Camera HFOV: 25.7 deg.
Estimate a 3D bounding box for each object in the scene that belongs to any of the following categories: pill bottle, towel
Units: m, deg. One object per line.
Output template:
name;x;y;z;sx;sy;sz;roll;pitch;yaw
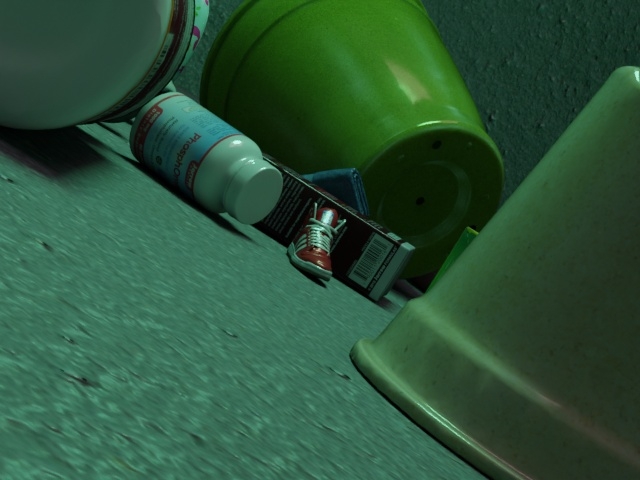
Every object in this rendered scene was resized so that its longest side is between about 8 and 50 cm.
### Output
pill bottle;-0.229;-0.217;1.269;0.224;0.224;0.392;31;5;-4
towel;0.001;-0.051;1.707;0.119;0.067;0.029;-7;10;35
pill bottle;-0.117;-0.083;1.446;0.160;0.087;0.087;35;5;32

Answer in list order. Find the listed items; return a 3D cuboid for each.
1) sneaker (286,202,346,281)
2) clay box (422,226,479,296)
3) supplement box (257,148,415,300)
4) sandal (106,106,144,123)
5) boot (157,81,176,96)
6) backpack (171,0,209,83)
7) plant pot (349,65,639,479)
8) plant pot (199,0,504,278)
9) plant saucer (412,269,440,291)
sneaker;0.000;0.000;1.454;0.042;0.067;0.118;30;5;-17
clay box;0.204;0.082;1.553;0.222;0.127;0.053;26;8;-45
supplement box;-0.012;-0.025;1.606;0.239;0.073;0.130;33;4;6
sandal;-0.357;-0.289;1.537;0.445;0.167;0.107;31;0;-19
boot;-0.298;-0.231;1.800;0.258;0.095;0.123;1;53;-40
backpack;-0.293;-0.328;2.015;0.253;0.225;0.191;36;8;34
plant pot;0.243;0.047;1.087;0.334;0.305;0.334;31;4;-3
plant pot;0.067;-0.139;1.896;0.366;0.366;0.353;28;17;-39
plant saucer;0.265;0.090;2.125;0.332;0.084;0.332;32;6;-3
